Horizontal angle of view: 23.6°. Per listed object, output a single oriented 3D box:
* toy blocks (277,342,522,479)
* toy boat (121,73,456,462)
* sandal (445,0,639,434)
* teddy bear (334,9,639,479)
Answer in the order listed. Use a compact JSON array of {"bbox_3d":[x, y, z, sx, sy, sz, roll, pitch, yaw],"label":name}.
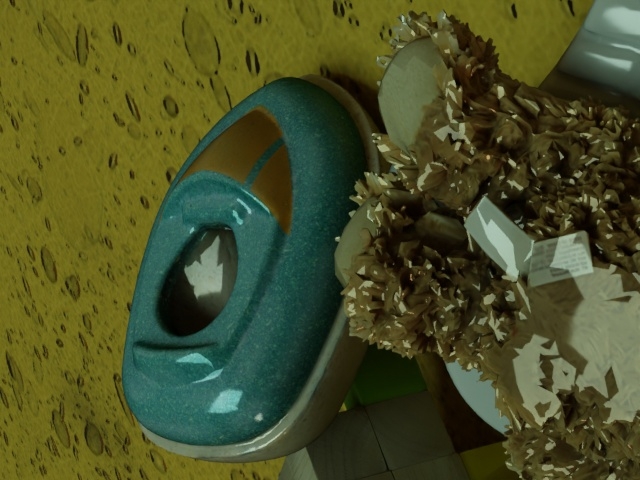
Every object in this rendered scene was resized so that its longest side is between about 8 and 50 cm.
[{"bbox_3d":[0.056,0.294,1.041,0.261,0.191,0.381,106,147,-56],"label":"toy blocks"},{"bbox_3d":[0.000,0.000,0.934,0.318,0.148,0.267,-8,61,40],"label":"toy boat"},{"bbox_3d":[0.189,-0.061,0.724,0.169,0.102,0.416,36,125,19],"label":"sandal"},{"bbox_3d":[0.142,0.026,0.672,0.338,0.113,0.245,15,108,38],"label":"teddy bear"}]
